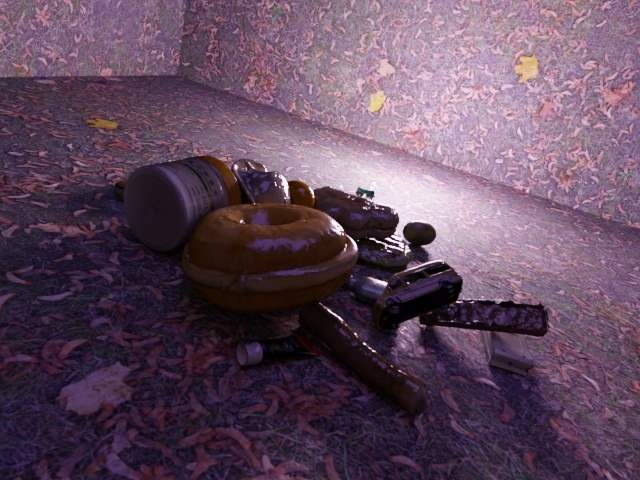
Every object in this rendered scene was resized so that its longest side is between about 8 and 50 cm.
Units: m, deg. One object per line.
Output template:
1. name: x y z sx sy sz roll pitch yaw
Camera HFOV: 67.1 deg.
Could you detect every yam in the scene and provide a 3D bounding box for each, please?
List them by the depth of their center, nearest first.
1. yam: 0.085 0.246 1.061 0.357 0.081 0.081 32 29 34

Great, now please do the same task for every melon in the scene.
1. melon: 0.375 -0.028 1.822 0.131 0.098 0.098 7 25 -11

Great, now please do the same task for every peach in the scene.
1. peach: -0.094 -0.114 1.621 0.103 0.179 0.179 7 24 -40

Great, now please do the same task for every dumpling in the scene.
1. dumpling: -0.179 -0.140 1.469 0.243 0.175 0.227 35 -2 31

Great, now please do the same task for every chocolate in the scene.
1. chocolate: 0.424 0.205 1.281 0.330 0.065 0.102 1 35 19

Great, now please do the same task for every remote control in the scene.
1. remote control: 0.499 0.256 1.327 0.103 0.055 0.277 17 26 4

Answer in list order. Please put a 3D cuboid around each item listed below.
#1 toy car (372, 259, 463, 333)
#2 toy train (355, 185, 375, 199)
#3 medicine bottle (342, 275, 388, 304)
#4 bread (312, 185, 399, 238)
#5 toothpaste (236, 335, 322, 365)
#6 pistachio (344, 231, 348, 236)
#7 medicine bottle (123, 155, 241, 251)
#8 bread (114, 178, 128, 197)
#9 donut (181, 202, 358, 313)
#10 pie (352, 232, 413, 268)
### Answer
1. toy car: 0.240 0.140 1.265 0.257 0.101 0.124 -16 43 -18
2. toy train: 0.205 -0.218 2.198 0.092 0.045 0.029 12 26 -2
3. medicine bottle: 0.142 0.140 1.356 0.209 0.053 0.090 19 28 5
4. bread: 0.088 -0.086 1.615 0.338 0.101 0.183 21 29 25
5. toothpaste: -0.087 0.232 1.034 0.194 0.045 0.071 3 26 -40
6. pistachio: 0.000 0.000 1.477 0.215 0.143 0.144 30 27 24
7. medicine bottle: -0.380 -0.108 1.347 0.238 0.237 0.232 26 26 21
8. bread: -0.524 -0.164 1.605 0.207 0.056 0.287 24 25 26
9. donut: -0.121 0.030 1.176 0.449 0.198 0.449 -2 17 1
10. pie: 0.174 0.003 1.665 0.307 0.071 0.306 12 23 -5
